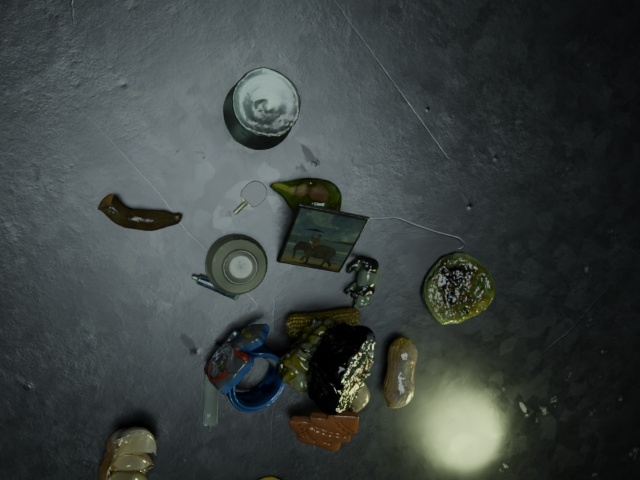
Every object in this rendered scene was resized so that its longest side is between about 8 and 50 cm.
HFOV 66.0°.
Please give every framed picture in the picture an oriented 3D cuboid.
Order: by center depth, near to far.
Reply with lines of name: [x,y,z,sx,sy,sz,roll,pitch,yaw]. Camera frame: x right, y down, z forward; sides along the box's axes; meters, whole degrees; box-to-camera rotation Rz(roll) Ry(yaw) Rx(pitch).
framed picture: [0.000,0.000,1.827,0.265,0.016,0.347,11,139,-13]

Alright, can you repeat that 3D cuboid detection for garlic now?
garlic: [-0.726,0.834,1.849,0.203,0.185,0.280,19,73,-39]

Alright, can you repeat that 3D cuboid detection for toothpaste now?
toothpaste: [-0.398,0.174,1.880,0.197,0.034,0.057,24,108,-16]

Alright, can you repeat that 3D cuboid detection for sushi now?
sushi: [0.026,0.434,1.823,0.328,0.286,0.327,-45,147,-37]

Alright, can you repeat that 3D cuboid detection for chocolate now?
chocolate: [0.333,0.549,2.038,0.134,0.134,0.308,7,97,-13]

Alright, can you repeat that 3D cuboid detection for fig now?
fig: [-0.060,-0.160,1.841,0.275,0.206,0.205,23,94,17]

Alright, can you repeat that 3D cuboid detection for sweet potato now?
sweet potato: [-0.643,-0.092,1.762,0.286,0.085,0.111,9,92,-13]

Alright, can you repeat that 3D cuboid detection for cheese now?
cheese: [0.098,0.626,2.009,0.218,0.117,0.234,3,101,-14]

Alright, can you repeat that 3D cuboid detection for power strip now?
power strip: [-0.432,0.635,1.946,0.060,0.027,0.252,3,98,-13]

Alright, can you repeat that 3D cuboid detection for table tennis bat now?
table tennis bat: [-0.270,-0.157,1.866,0.156,0.013,0.087,-45,105,-3]

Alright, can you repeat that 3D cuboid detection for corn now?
corn: [0.013,0.328,1.955,0.313,0.102,0.101,-4,99,-12]

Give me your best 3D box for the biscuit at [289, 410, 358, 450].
biscuit: [0.032,0.753,1.969,0.306,0.043,0.284,-35,118,29]

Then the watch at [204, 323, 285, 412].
watch: [-0.255,0.476,1.880,0.305,0.241,0.274,-50,120,-8]

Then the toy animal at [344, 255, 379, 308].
toy animal: [0.168,0.168,1.970,0.121,0.094,0.225,6,96,-22]

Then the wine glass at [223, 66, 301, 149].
wine glass: [-0.198,-0.435,1.641,0.268,0.406,0.266,-2,100,-9]

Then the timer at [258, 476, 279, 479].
timer: [-0.209,1.192,1.937,0.387,0.376,0.376,-41,105,-28]

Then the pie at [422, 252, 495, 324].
pie: [0.579,0.202,2.068,0.324,0.070,0.322,-1,97,-11]

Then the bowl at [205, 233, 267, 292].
bowl: [-0.303,0.095,1.826,0.238,0.126,0.237,-1,93,-16]
